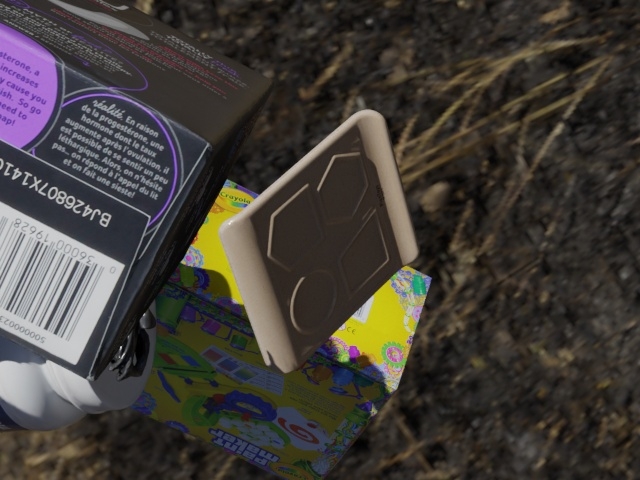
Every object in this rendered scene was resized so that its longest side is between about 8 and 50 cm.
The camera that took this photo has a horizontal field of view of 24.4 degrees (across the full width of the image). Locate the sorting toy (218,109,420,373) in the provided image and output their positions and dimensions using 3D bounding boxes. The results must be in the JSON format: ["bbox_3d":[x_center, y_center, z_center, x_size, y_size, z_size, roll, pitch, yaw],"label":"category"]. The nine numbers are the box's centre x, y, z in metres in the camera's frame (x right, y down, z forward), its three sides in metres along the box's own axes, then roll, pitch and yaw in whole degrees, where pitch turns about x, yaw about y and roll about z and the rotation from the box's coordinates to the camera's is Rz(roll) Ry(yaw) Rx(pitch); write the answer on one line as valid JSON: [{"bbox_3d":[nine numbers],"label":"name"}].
[{"bbox_3d":[0.000,0.000,1.434,0.038,0.208,0.193,23,142,42],"label":"sorting toy"}]

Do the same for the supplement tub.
[{"bbox_3d":[-0.351,0.086,1.526,0.316,0.228,0.228,-5,106,18],"label":"supplement tub"}]

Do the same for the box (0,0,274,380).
[{"bbox_3d":[-0.141,-0.052,0.845,0.165,0.270,0.143,28,104,-2],"label":"box"}]

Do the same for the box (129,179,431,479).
[{"bbox_3d":[-0.068,0.117,1.771,0.290,0.177,0.279,26,140,-6],"label":"box"}]

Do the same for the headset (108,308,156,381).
[{"bbox_3d":[-0.339,0.022,1.271,0.243,0.394,0.185,132,140,-61],"label":"headset"}]
